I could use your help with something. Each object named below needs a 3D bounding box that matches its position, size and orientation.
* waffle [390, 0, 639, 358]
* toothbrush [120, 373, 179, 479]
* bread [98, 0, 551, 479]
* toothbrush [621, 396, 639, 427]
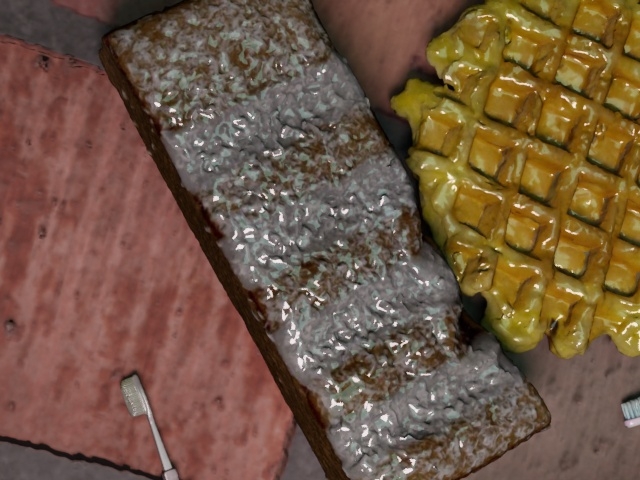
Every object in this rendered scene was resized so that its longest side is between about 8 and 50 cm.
[{"bbox_3d":[0.218,-0.062,1.200,0.302,0.068,0.325,-24,91,-17],"label":"waffle"},{"bbox_3d":[-0.109,0.193,1.099,0.017,0.014,0.194,-21,88,-17],"label":"toothbrush"},{"bbox_3d":[0.000,0.000,1.108,0.165,0.113,0.416,-29,90,-19],"label":"bread"},{"bbox_3d":[0.370,0.108,1.240,0.269,0.021,0.027,-17,92,-18],"label":"toothbrush"}]
